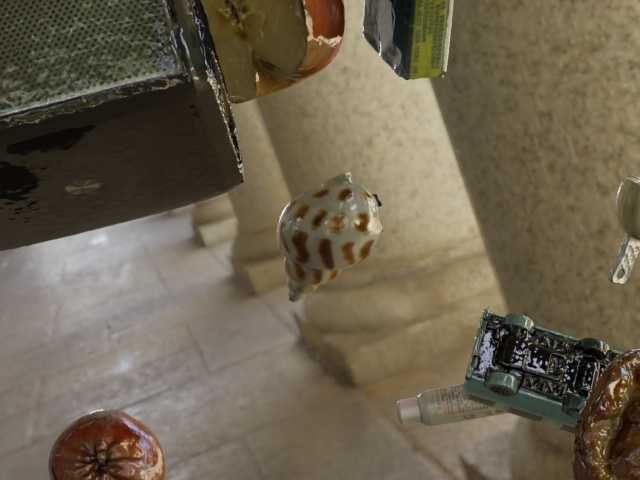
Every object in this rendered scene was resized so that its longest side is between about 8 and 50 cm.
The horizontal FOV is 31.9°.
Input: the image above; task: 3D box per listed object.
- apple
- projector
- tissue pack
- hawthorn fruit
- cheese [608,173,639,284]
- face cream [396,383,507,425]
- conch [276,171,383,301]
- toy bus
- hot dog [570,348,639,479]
[{"bbox_3d":[-0.071,-0.354,1.668,0.163,0.251,0.293,-26,3,-41],"label":"apple"},{"bbox_3d":[-0.324,-0.178,1.442,0.405,0.242,0.395,-14,-18,-1],"label":"projector"},{"bbox_3d":[0.129,-0.381,1.592,0.081,0.257,0.185,-7,33,-15],"label":"tissue pack"},{"bbox_3d":[-0.302,0.329,1.603,0.172,0.173,0.173,-19,9,3],"label":"hawthorn fruit"},{"bbox_3d":[0.616,-0.040,2.102,0.163,0.249,0.070,-14,31,-32],"label":"cheese"},{"bbox_3d":[0.299,0.352,2.428,0.268,0.082,0.082,-10,10,5],"label":"face cream"},{"bbox_3d":[0.000,0.000,2.134,0.148,0.275,0.182,-31,59,-35],"label":"conch"},{"bbox_3d":[0.370,0.228,1.816,0.271,0.133,0.165,17,-25,6],"label":"toy bus"},{"bbox_3d":[0.422,0.235,1.420,0.175,0.114,0.259,10,58,32],"label":"hot dog"}]
